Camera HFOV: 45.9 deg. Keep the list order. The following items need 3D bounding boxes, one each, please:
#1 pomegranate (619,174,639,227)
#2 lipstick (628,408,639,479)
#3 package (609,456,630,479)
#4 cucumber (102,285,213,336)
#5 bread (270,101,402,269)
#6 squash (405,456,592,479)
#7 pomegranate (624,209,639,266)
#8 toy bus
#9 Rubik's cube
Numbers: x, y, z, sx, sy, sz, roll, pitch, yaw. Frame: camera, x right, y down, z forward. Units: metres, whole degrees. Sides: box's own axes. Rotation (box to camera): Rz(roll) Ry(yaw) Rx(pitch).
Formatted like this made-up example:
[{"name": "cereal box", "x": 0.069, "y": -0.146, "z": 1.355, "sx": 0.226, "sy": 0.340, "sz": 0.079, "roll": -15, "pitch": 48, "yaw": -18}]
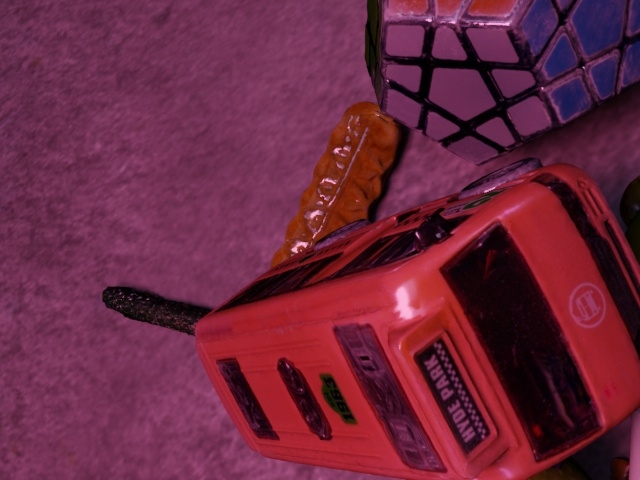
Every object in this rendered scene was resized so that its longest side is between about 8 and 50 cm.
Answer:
[{"name": "pomegranate", "x": 0.335, "y": -0.027, "z": 0.761, "sx": 0.073, "sy": 0.073, "sz": 0.084, "roll": 31, "pitch": 101, "yaw": 30}, {"name": "lipstick", "x": 0.288, "y": 0.230, "z": 0.633, "sx": 0.059, "sy": 0.263, "sz": 0.059, "roll": -9, "pitch": 32, "yaw": 6}, {"name": "package", "x": 0.323, "y": 0.259, "z": 0.718, "sx": 0.111, "sy": 0.033, "sz": 0.077, "roll": 13, "pitch": 94, "yaw": 35}, {"name": "cucumber", "x": -0.194, "y": 0.103, "z": 1.025, "sx": 0.257, "sy": 0.043, "sz": 0.044, "roll": 11, "pitch": 88, "yaw": 29}, {"name": "bread", "x": -0.001, "y": 0.000, "z": 0.928, "sx": 0.084, "sy": 0.077, "sz": 0.367, "roll": 25, "pitch": 90, "yaw": 32}, {"name": "squash", "x": 0.162, "y": 0.338, "z": 0.670, "sx": 0.310, "sy": 0.310, "sz": 0.308, "roll": 35, "pitch": 81, "yaw": 30}, {"name": "pomegranate", "x": 0.382, "y": 0.069, "z": 0.630, "sx": 0.261, "sy": 0.260, "sz": 0.340, "roll": 7, "pitch": 110, "yaw": 29}, {"name": "toy bus", "x": 0.063, "y": 0.087, "z": 0.678, "sx": 0.427, "sy": 0.233, "sz": 0.203, "roll": -20, "pitch": 99, "yaw": 58}, {"name": "Rubik's cube", "x": 0.185, "y": -0.237, "z": 0.775, "sx": 0.319, "sy": 0.319, "sz": 0.264, "roll": -61, "pitch": 35, "yaw": 3}]
